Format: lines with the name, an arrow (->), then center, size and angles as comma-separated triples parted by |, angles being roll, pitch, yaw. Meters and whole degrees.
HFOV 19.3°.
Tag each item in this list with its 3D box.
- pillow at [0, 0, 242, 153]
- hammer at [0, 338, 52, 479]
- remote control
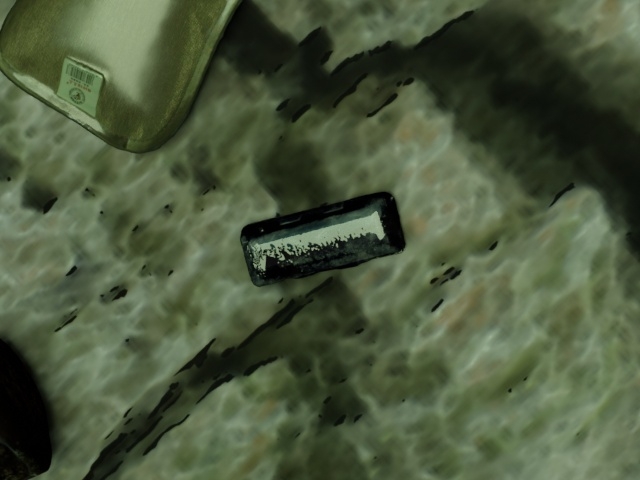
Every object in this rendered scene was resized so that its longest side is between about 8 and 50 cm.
pillow -> -0.093, -0.163, 1.083 | 0.130, 0.033, 0.217 | 31, 98, 4
hammer -> -0.352, 0.014, 1.144 | 0.242, 0.095, 0.408 | -31, 83, 13
remote control -> 0.000, 0.000, 1.088 | 0.096, 0.014, 0.039 | -13, 92, 15
